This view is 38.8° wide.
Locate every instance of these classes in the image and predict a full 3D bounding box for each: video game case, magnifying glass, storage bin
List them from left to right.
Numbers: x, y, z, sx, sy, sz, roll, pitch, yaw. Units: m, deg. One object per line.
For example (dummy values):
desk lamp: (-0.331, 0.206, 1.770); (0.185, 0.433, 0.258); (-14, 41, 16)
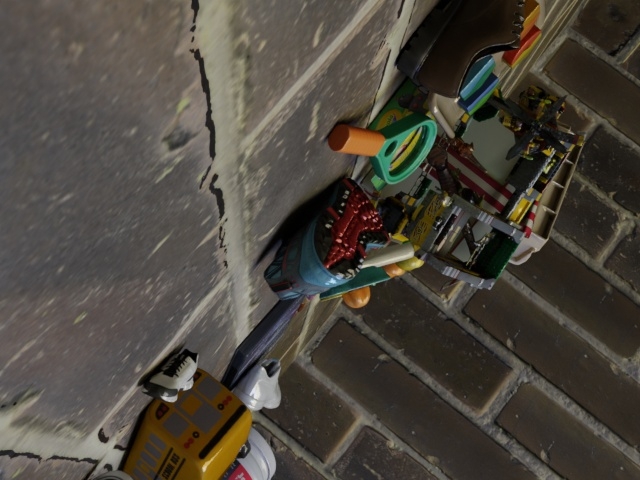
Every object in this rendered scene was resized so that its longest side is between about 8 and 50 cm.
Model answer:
video game case: (-0.106, 0.185, 1.660); (0.196, 0.026, 0.274); (-48, 172, -30)
magnifying glass: (0.072, -0.106, 1.016); (0.092, 0.026, 0.231); (-57, 157, 17)
storage bin: (0.331, -0.128, 1.726); (0.123, 0.260, 0.262); (106, 10, -63)

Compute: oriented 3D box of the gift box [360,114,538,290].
gift box: (0.227, -0.075, 1.499); (0.276, 0.258, 0.255); (-53, 173, 8)

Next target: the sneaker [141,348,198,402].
sneaker: (-0.163, 0.146, 0.995); (0.109, 0.040, 0.044); (-36, 148, -80)

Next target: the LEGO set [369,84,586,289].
LEGO set: (0.184, -0.095, 1.242); (0.331, 0.255, 0.192); (-52, 148, 13)

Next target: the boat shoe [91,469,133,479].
boat shoe: (-0.306, 0.368, 1.065); (0.228, 0.080, 0.076); (-44, 176, 2)

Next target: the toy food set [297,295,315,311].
toy food set: (-0.036, 0.129, 1.863); (0.122, 0.019, 0.078); (-52, 174, 7)

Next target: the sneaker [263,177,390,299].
sneaker: (0.000, 0.000, 1.167); (0.125, 0.104, 0.262); (-30, -176, 24)

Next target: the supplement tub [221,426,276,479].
supplement tub: (-0.224, 0.469, 1.666); (0.272, 0.191, 0.191); (-46, 172, -42)

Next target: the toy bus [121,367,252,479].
toy bus: (-0.192, 0.307, 1.249); (0.108, 0.130, 0.333); (-48, 173, -37)

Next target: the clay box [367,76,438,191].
clay box: (0.124, -0.167, 1.154); (0.222, 0.053, 0.127); (-50, 170, 2)

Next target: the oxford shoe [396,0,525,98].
oxford shoe: (0.186, -0.248, 0.961); (0.227, 0.096, 0.083); (-54, 172, 8)

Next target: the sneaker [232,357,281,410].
sneaker: (-0.102, 0.263, 1.717); (0.094, 0.080, 0.212); (-63, 172, 0)

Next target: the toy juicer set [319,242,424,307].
toy juicer set: (0.096, 0.067, 1.642); (0.209, 0.090, 0.329); (-16, 176, -1)

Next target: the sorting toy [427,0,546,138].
sorting toy: (0.209, -0.219, 1.086); (0.208, 0.038, 0.193); (-53, 166, 7)
